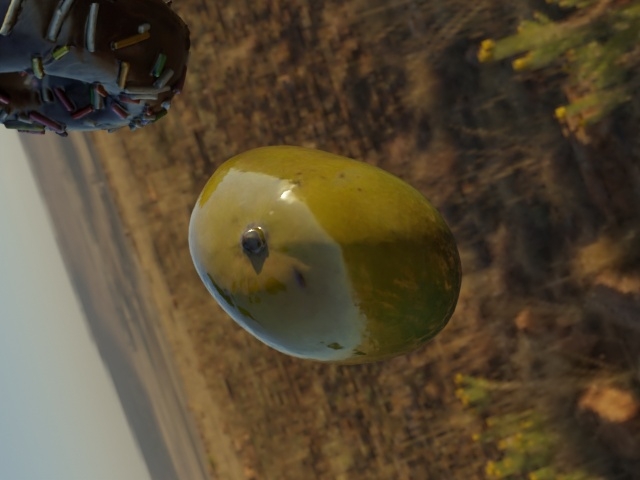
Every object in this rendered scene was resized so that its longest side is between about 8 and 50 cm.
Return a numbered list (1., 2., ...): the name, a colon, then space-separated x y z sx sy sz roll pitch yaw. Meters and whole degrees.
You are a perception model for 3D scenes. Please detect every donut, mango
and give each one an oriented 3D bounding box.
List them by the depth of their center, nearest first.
1. mango: 0.000 0.000 0.713 0.251 0.157 0.114 -112 34 -78
2. donut: -0.243 -0.165 1.059 0.269 0.270 0.103 121 149 -77
